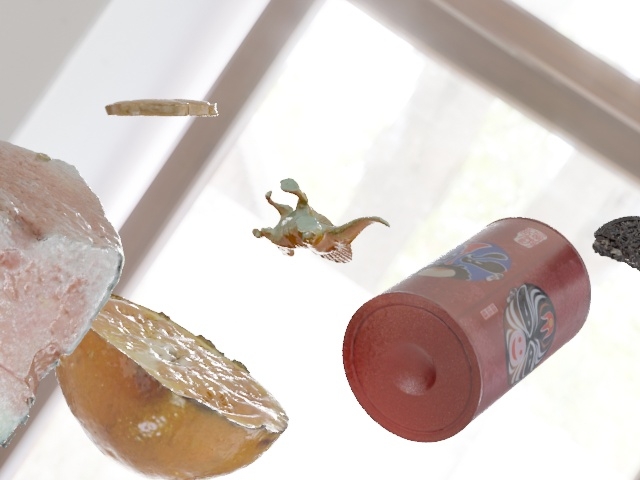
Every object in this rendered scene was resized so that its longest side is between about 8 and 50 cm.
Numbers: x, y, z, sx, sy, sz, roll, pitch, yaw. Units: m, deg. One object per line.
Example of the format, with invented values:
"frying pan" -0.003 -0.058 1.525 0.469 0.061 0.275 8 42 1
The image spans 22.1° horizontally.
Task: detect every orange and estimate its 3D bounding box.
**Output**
"orange" -0.191 0.184 2.101 0.310 0.274 0.274 0 -16 19

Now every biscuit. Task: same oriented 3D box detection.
"biscuit" -0.195 -0.166 2.050 0.140 0.023 0.118 -2 5 -25
"biscuit" 0.333 0.005 1.738 0.087 0.089 0.027 -85 168 -53

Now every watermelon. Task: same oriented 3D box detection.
"watermelon" -0.275 0.000 1.380 0.213 0.201 0.262 -124 -164 -49

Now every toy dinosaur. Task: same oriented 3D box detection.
"toy dinosaur" -0.002 0.000 1.905 0.212 0.057 0.142 24 -24 32

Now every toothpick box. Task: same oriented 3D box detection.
"toothpick box" 0.198 0.110 2.150 0.204 0.204 0.333 33 32 20
